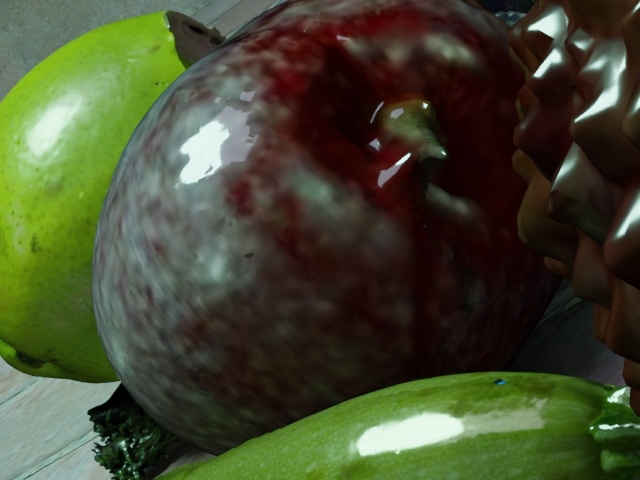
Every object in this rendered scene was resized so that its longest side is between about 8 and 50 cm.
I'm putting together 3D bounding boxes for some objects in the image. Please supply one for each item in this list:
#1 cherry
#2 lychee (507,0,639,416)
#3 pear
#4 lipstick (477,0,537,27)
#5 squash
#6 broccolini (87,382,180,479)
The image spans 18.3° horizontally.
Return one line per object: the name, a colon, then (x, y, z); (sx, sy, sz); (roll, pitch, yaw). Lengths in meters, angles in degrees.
cherry: (0.000, 0.000, 0.916); (0.300, 0.203, 0.230); (-37, 17, 54)
lychee: (0.187, -0.051, 0.421); (0.330, 0.306, 0.306); (-13, 28, 51)
pear: (-0.113, -0.012, 1.107); (0.219, 0.187, 0.187); (-46, 11, 15)
lipstick: (0.112, -0.098, 1.207); (0.081, 0.081, 0.299); (-35, 13, 13)
squash: (0.019, 0.103, 0.774); (0.341, 0.094, 0.094); (-23, 20, 45)
broccolini: (-0.023, 0.071, 1.119); (0.254, 0.071, 0.057); (-23, -5, 22)
